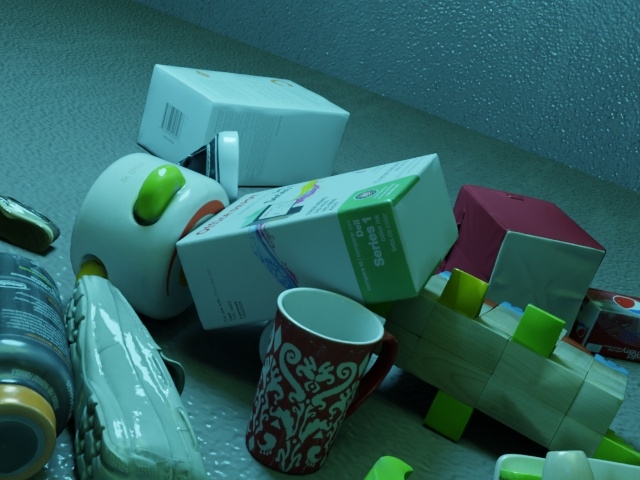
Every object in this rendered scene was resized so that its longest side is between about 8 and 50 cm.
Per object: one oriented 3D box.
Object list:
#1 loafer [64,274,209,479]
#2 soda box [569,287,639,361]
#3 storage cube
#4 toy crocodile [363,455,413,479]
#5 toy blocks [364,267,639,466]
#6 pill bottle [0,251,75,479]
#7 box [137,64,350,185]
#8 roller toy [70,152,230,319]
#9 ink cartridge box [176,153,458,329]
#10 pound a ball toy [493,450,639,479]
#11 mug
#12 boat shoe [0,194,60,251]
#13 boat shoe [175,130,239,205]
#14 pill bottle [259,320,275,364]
[{"bbox_3d":[-0.196,0.145,0.919,0.112,0.112,0.319,12,28,-30],"label":"loafer"},{"bbox_3d":[0.548,0.152,1.544,0.263,0.083,0.092,12,22,-17],"label":"soda box"},{"bbox_3d":[0.321,0.038,1.506,0.215,0.183,0.193,11,22,-17],"label":"storage cube"},{"bbox_3d":[0.161,0.307,0.769,0.341,0.115,0.105,28,22,25],"label":"toy crocodile"},{"bbox_3d":[0.249,0.153,1.201,0.382,0.190,0.261,28,12,18],"label":"toy blocks"},{"bbox_3d":[-0.300,0.118,0.853,0.131,0.130,0.245,8,22,-24],"label":"pill bottle"},{"bbox_3d":[-0.151,-0.225,1.819,0.345,0.168,0.215,-3,28,-43],"label":"box"},{"bbox_3d":[-0.220,-0.006,1.161,0.146,0.209,0.191,22,9,15],"label":"roller toy"},{"bbox_3d":[0.000,0.000,1.089,0.278,0.117,0.201,-11,15,25],"label":"ink cartridge box"},{"bbox_3d":[0.309,0.286,0.871,0.319,0.135,0.208,12,-15,-15],"label":"pound a ball toy"},{"bbox_3d":[0.004,0.154,0.958,0.150,0.169,0.113,15,20,-11],"label":"mug"},{"bbox_3d":[-0.430,-0.031,1.256,0.152,0.056,0.049,30,17,6],"label":"boat shoe"},{"bbox_3d":[-0.182,-0.070,1.301,0.102,0.108,0.301,4,-18,-16],"label":"boat shoe"},{"bbox_3d":[-0.004,0.106,1.161,0.112,0.112,0.186,19,20,4],"label":"pill bottle"}]
